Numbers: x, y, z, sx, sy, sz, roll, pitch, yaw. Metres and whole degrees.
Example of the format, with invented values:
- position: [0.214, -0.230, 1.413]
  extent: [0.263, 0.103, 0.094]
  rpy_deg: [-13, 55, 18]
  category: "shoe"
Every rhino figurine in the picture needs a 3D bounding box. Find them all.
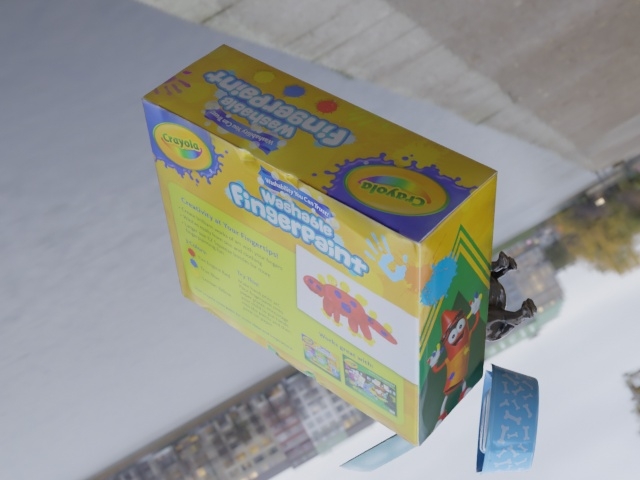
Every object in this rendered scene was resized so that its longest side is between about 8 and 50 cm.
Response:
- position: [0.263, 0.060, 1.740]
  extent: [0.106, 0.243, 0.073]
  rpy_deg: [-33, 136, 17]
  category: "rhino figurine"

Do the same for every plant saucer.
- position: [0.126, 0.368, 1.909]
  extent: [0.195, 0.037, 0.195]
  rpy_deg: [-27, 170, -6]
  category: "plant saucer"

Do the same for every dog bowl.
- position: [0.287, 0.281, 1.664]
  extent: [0.074, 0.166, 0.297]
  rpy_deg: [6, 169, 6]
  category: "dog bowl"

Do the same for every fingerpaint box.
- position: [0.000, 0.000, 1.407]
  extent: [0.163, 0.445, 0.371]
  rpy_deg: [-40, 143, -31]
  category: "fingerpaint box"
